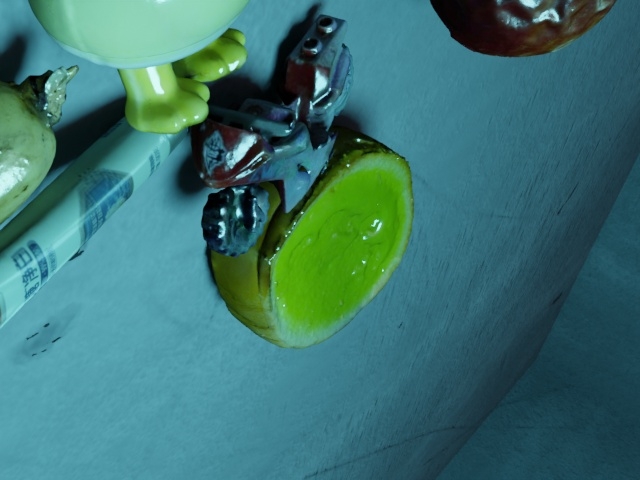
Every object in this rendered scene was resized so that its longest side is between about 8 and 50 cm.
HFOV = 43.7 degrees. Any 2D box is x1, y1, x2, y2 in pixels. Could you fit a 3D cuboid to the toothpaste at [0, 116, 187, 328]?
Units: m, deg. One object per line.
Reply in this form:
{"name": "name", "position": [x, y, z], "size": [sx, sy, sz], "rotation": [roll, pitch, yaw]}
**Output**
{"name": "toothpaste", "position": [-0.154, -0.010, 0.467], "size": [0.239, 0.039, 0.062], "rotation": [-57, 169, -42]}

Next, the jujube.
{"name": "jujube", "position": [0.175, -0.269, 0.660], "size": [0.183, 0.183, 0.243], "rotation": [-40, 151, -33]}

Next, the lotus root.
{"name": "lotus root", "position": [-0.183, -0.040, 0.421], "size": [0.152, 0.063, 0.072], "rotation": [-47, 145, -11]}

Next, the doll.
{"name": "doll", "position": [-0.075, -0.178, 0.347], "size": [0.141, 0.117, 0.296], "rotation": [-56, 169, -33]}

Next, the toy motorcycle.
{"name": "toy motorcycle", "position": [-0.036, -0.093, 0.620], "size": [0.213, 0.082, 0.122], "rotation": [-59, 159, -24]}

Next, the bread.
{"name": "bread", "position": [0.000, 0.000, 0.773], "size": [0.236, 0.070, 0.236], "rotation": [-34, 142, -32]}
